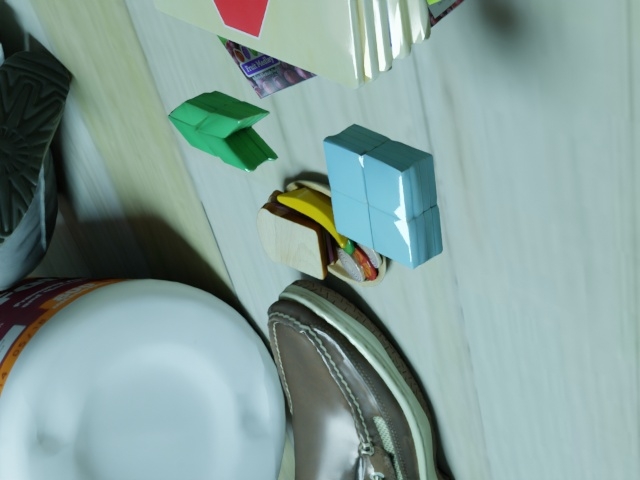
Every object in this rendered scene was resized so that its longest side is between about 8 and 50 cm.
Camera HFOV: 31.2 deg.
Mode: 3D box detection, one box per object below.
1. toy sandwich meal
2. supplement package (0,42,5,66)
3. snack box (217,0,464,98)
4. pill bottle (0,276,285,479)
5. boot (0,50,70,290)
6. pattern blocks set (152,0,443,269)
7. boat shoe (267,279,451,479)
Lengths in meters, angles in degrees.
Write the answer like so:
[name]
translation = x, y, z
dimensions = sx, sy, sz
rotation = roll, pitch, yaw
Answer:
[toy sandwich meal]
translation = 0.000, 0.000, 0.657
dimensions = 0.085, 0.029, 0.086
rotation = 35, 151, 22
[supplement package]
translation = -0.292, -0.104, 0.832
dimensions = 0.105, 0.105, 0.179
rotation = 44, 162, 7
[snack box]
translation = -0.010, -0.123, 0.493
dimensions = 0.100, 0.037, 0.141
rotation = 56, 151, -13
[pill bottle]
translation = -0.219, 0.141, 0.956
dimensions = 0.392, 0.224, 0.224
rotation = -2, 127, 56
[boot]
translation = -0.237, -0.016, 0.826
dimensions = 0.076, 0.190, 0.208
rotation = 30, 147, -6
[pattern blocks set]
translation = -0.029, -0.155, 0.412
dimensions = 0.285, 0.026, 0.325
rotation = 36, 142, 36
[boat shoe]
translation = 0.022, 0.147, 0.753
dimensions = 0.095, 0.095, 0.257
rotation = 11, 137, 49
